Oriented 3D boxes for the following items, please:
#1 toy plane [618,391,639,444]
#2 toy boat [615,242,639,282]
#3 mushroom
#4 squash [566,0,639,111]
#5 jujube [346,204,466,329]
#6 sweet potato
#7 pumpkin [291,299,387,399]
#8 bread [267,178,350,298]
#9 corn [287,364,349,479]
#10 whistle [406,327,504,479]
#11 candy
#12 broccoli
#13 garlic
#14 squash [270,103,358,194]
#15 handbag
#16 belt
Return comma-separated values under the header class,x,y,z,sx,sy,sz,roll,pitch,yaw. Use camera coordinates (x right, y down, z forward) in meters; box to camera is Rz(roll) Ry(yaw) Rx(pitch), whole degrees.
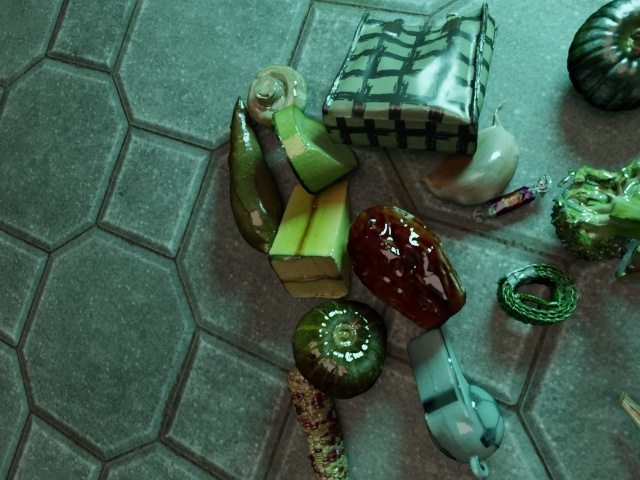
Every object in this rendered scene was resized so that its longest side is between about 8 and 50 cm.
class,x,y,z,sx,sy,sz,roll,pitch,yaw
toy plane,0.658,0.361,0.789,0.241,0.104,0.256,13,88,18
toy boat,0.659,0.027,0.846,0.184,0.071,0.089,-20,35,17
mushroom,-0.111,-0.369,1.144,0.166,0.127,0.167,-1,87,14
squash,0.594,-0.360,0.860,0.217,0.172,0.219,-1,97,-8
jujube,0.178,0.054,0.956,0.197,0.197,0.290,-43,73,11
sweet potato,-0.177,-0.159,1.147,0.130,0.130,0.423,-17,74,18
pumpkin,0.040,0.241,0.995,0.218,0.162,0.219,4,65,-9
bread,0.000,-0.004,1.106,0.167,0.163,0.264,-1,49,22
corn,-0.004,0.427,1.029,0.098,0.098,0.290,-18,80,17
whistle,0.286,0.340,0.922,0.163,0.163,0.290,-24,41,16
candy,0.413,-0.087,0.965,0.174,0.043,0.045,-25,73,20
broccoli,0.573,-0.056,0.799,0.177,0.274,0.199,46,73,-18
garlic,0.365,-0.180,0.975,0.266,0.128,0.148,-42,83,0
squash,-0.021,-0.228,1.044,0.133,0.220,0.220,-28,75,18
handbag,0.202,-0.358,0.985,0.324,0.162,0.327,10,70,19
belt,0.439,0.112,0.917,0.151,0.079,0.121,3,74,9
